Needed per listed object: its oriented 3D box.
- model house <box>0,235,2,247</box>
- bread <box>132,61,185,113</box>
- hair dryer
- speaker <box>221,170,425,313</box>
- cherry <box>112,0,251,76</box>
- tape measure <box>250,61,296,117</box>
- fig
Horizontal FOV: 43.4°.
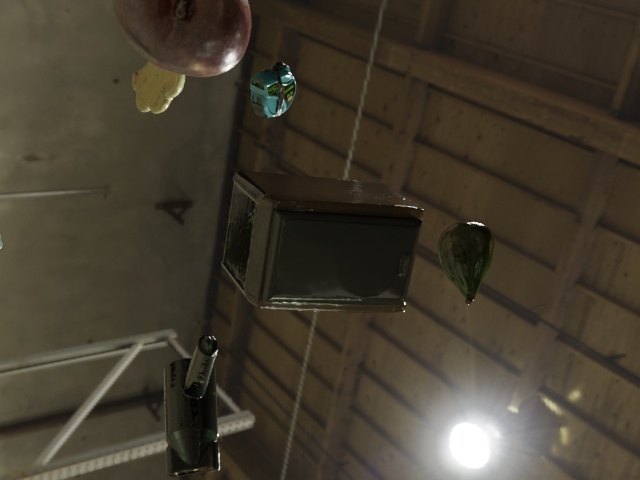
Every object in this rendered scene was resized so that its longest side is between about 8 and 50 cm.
[{"bbox_3d":[-0.908,-0.055,1.810,0.249,0.230,0.280,9,-56,14],"label":"model house"},{"bbox_3d":[-0.403,-0.424,2.059,0.251,0.039,0.181,-40,-120,37],"label":"bread"},{"bbox_3d":[-0.253,0.326,1.648,0.302,0.116,0.244,110,-25,-49],"label":"hair dryer"},{"bbox_3d":[0.000,0.000,1.112,0.192,0.231,0.153,-139,-125,-61],"label":"speaker"},{"bbox_3d":[-0.259,-0.420,1.521,0.221,0.261,0.307,-64,-170,-14],"label":"cherry"},{"bbox_3d":[-0.121,-0.391,2.100,0.081,0.125,0.146,29,-41,25],"label":"tape measure"},{"bbox_3d":[0.300,0.051,1.652,0.117,0.117,0.177,-25,-120,51],"label":"fig"}]
